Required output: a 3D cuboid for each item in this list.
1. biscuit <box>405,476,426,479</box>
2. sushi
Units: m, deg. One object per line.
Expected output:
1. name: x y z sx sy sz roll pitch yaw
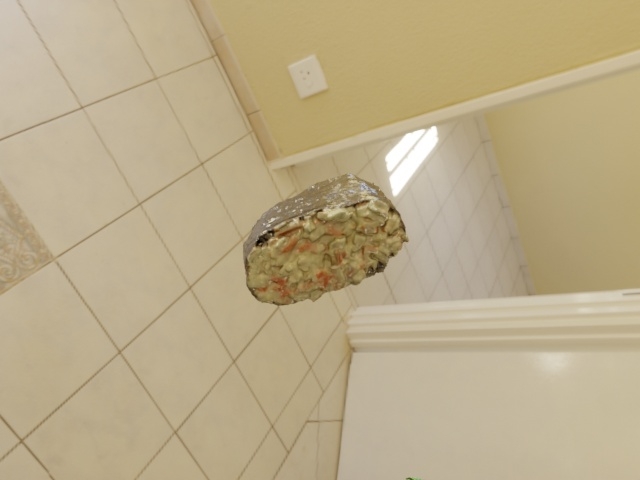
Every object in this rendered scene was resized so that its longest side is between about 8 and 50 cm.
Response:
1. biscuit: 0.158 0.456 0.878 0.089 0.046 0.016 -57 138 -39
2. sushi: 0.000 0.000 0.462 0.078 0.150 0.091 -108 177 -57
